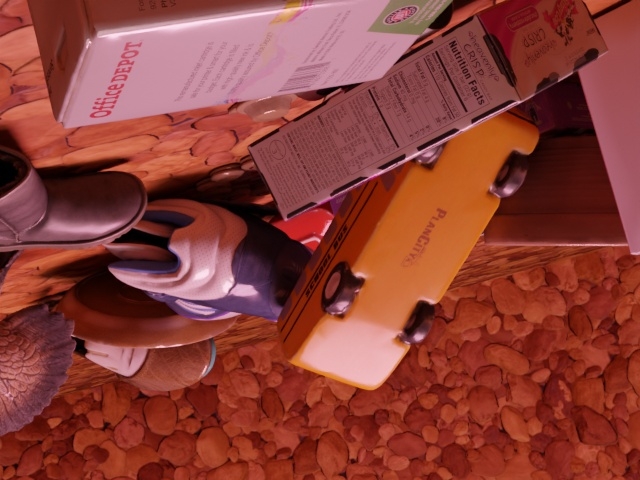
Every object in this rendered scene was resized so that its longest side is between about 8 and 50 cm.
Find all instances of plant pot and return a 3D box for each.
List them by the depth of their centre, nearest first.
[{"bbox_3d":[0.283,-0.048,1.341,0.237,0.110,0.237,0,-178,0],"label":"plant pot"},{"bbox_3d":[-0.223,0.078,1.716,0.236,0.032,0.236,2,-162,-1],"label":"plant pot"}]

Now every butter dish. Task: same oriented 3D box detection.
[{"bbox_3d":[0.000,0.000,1.674,0.160,0.118,0.160,-22,125,35],"label":"butter dish"}]

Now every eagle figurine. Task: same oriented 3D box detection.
[{"bbox_3d":[-0.417,0.125,1.409,0.298,0.225,0.226,-13,-172,-6],"label":"eagle figurine"}]

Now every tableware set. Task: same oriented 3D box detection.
[{"bbox_3d":[0.003,-0.132,1.122,0.168,0.020,0.141,-12,170,-22],"label":"tableware set"}]

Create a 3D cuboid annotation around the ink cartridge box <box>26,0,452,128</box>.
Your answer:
[{"bbox_3d":[-0.048,-0.141,0.748,0.212,0.093,0.154,-14,171,-20],"label":"ink cartridge box"}]

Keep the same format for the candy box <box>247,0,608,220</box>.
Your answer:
[{"bbox_3d":[0.079,-0.107,1.004,0.233,0.071,0.159,-25,-176,38],"label":"candy box"}]

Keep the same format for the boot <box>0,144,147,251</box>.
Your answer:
[{"bbox_3d":[-0.245,-0.044,1.146,0.189,0.076,0.208,-15,165,-9],"label":"boot"}]

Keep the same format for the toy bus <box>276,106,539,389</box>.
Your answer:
[{"bbox_3d":[0.081,-0.008,1.327,0.108,0.333,0.130,22,-158,-20],"label":"toy bus"}]

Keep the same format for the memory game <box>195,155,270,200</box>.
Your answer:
[{"bbox_3d":[-0.045,-0.074,1.432,0.186,0.012,0.186,-14,172,-2],"label":"memory game"}]

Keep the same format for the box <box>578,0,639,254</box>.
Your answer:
[{"bbox_3d":[0.420,-0.122,1.229,0.345,0.215,0.168,-6,168,-43],"label":"box"}]

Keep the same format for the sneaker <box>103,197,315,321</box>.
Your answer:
[{"bbox_3d":[-0.164,0.009,1.499,0.236,0.130,0.322,23,171,-37],"label":"sneaker"}]

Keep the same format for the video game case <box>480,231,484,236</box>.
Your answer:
[{"bbox_3d":[0.307,-0.085,1.577,0.248,0.035,0.275,-24,-176,25],"label":"video game case"}]

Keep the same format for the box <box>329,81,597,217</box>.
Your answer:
[{"bbox_3d":[0.177,-0.094,1.493,0.293,0.057,0.201,-24,168,36],"label":"box"}]

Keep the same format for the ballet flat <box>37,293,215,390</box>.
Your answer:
[{"bbox_3d":[-0.283,0.126,1.784,0.124,0.116,0.342,13,-179,-40],"label":"ballet flat"}]

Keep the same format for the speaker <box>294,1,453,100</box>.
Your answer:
[{"bbox_3d":[0.030,-0.149,0.947,0.055,0.055,0.136,-6,167,-43],"label":"speaker"}]
